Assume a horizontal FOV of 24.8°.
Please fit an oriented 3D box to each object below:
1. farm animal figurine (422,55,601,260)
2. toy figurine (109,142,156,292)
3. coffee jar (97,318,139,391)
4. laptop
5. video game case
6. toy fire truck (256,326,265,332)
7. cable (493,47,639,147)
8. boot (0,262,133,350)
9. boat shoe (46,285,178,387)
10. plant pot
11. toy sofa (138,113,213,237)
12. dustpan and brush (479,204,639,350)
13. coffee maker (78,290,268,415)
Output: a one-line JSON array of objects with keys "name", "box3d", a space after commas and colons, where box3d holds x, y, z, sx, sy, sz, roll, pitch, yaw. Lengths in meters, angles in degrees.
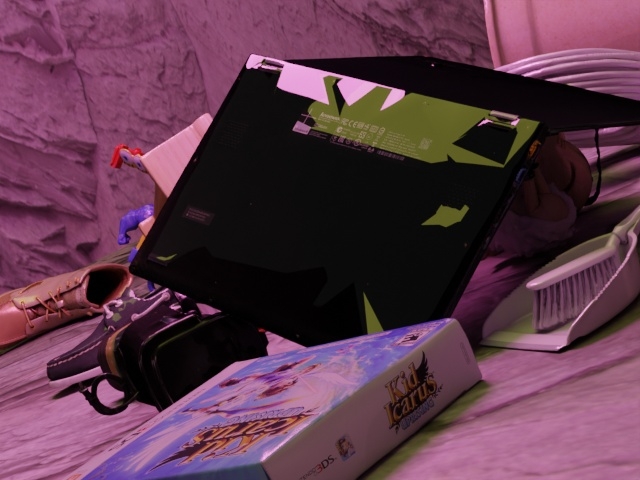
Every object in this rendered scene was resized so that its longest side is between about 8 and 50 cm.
[{"name": "farm animal figurine", "box3d": [0.160, -0.069, 1.641, 0.326, 0.172, 0.330, 1, 32, 26]}, {"name": "toy figurine", "box3d": [-0.211, 0.002, 2.459, 0.362, 0.217, 0.191, 24, 6, 15]}, {"name": "coffee jar", "box3d": [-0.174, 0.123, 1.661, 0.096, 0.079, 0.184, -30, 9, -40]}, {"name": "laptop", "box3d": [0.093, -0.048, 1.444, 0.382, 0.236, 0.408, 19, 75, 43]}, {"name": "video game case", "box3d": [-0.048, 0.153, 1.144, 0.269, 0.061, 0.244, -16, 12, 44]}, {"name": "toy fire truck", "box3d": [-0.090, 0.081, 1.819, 0.135, 0.047, 0.192, -18, 9, 35]}, {"name": "cable", "box3d": [0.321, -0.166, 1.767, 0.257, 0.089, 0.257, -7, -8, 44]}, {"name": "boot", "box3d": [-0.478, 0.117, 2.599, 0.262, 0.095, 0.203, -24, 7, -37]}, {"name": "boat shoe", "box3d": [-0.239, 0.102, 1.956, 0.302, 0.091, 0.114, -26, 8, -19]}, {"name": "plant pot", "box3d": [0.440, -0.337, 2.210, 0.305, 0.334, 0.334, -9, 13, 22]}, {"name": "toy sofa", "box3d": [-0.155, -0.054, 2.121, 0.177, 0.150, 0.362, -34, -9, -14]}, {"name": "dustpan and brush", "box3d": [0.236, 0.016, 1.212, 0.211, 0.060, 0.147, -27, 8, -20]}, {"name": "coffee maker", "box3d": [-0.144, 0.133, 1.459, 0.171, 0.120, 0.178, -49, 10, -7]}]
